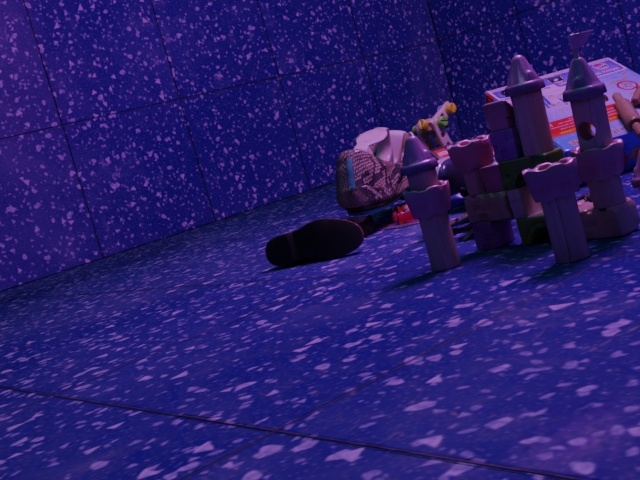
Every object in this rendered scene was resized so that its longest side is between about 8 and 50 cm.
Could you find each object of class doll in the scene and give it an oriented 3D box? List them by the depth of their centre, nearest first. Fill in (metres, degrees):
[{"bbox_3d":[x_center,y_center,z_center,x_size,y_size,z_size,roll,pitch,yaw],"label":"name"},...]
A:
[{"bbox_3d":[0.264,-0.084,1.564,0.189,0.046,0.129,-25,-12,15],"label":"doll"}]

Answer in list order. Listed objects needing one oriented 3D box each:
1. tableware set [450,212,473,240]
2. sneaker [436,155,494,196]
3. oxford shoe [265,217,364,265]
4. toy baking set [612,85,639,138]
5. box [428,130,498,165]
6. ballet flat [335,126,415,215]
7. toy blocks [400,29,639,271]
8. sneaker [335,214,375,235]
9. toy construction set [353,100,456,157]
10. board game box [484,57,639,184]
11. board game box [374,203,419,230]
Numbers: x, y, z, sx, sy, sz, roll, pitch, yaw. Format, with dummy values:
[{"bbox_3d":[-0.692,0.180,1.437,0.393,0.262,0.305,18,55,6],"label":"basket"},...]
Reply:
[{"bbox_3d":[0.277,-0.042,1.531,0.128,0.039,0.194,-30,-3,13],"label":"tableware set"},{"bbox_3d":[0.323,-0.115,1.651,0.226,0.086,0.163,5,-7,-41],"label":"sneaker"},{"bbox_3d":[0.000,0.000,1.712,0.212,0.076,0.076,-10,-2,36],"label":"oxford shoe"},{"bbox_3d":[0.658,-0.233,1.698,0.197,0.030,0.256,-3,35,5],"label":"toy baking set"},{"bbox_3d":[0.354,-0.153,1.873,0.233,0.044,0.159,-20,48,-30],"label":"box"},{"bbox_3d":[0.159,-0.167,2.069,0.164,0.182,0.483,-9,3,24],"label":"ballet flat"},{"bbox_3d":[0.294,-0.128,1.248,0.309,0.260,0.288,-21,8,-36],"label":"toy blocks"},{"bbox_3d":[0.049,-0.021,1.861,0.089,0.051,0.170,-11,3,32],"label":"sneaker"},{"bbox_3d":[0.258,-0.245,2.513,0.328,0.215,0.151,-19,7,-24],"label":"toy construction set"},{"bbox_3d":[0.538,-0.245,1.842,0.308,0.086,0.302,-17,36,-13],"label":"board game box"},{"bbox_3d":[0.179,-0.056,1.913,0.133,0.033,0.169,-20,8,-37],"label":"board game box"}]
